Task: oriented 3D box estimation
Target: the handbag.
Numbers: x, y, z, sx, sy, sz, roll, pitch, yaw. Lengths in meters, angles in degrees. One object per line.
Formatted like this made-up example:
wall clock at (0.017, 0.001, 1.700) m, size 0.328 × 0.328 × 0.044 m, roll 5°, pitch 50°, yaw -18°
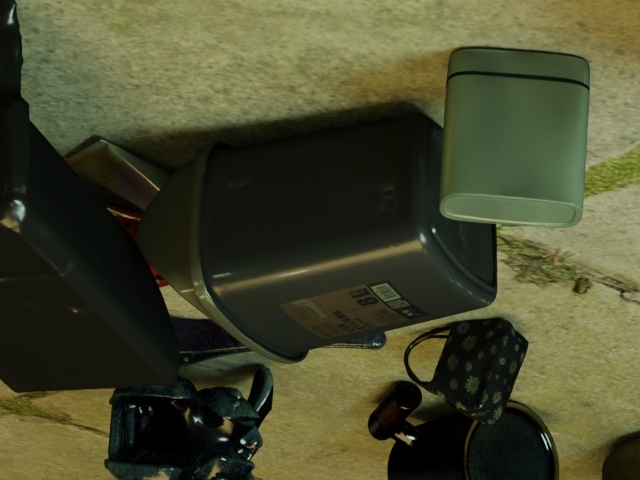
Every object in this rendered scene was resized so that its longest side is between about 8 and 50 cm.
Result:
handbag at (0.158, 0.141, 1.882) m, size 0.139 × 0.115 × 0.072 m, roll 12°, pitch 164°, yaw 35°

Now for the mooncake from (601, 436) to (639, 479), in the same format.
mooncake at (0.563, 0.409, 2.215) m, size 0.393 × 0.246 × 0.394 m, roll 11°, pitch 154°, yaw 4°

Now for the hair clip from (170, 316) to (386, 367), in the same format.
hair clip at (-0.060, 0.120, 1.942) m, size 0.275 × 0.048 × 0.083 m, roll -1°, pitch 152°, yaw 15°

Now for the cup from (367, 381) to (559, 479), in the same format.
cup at (0.181, 0.270, 2.159) m, size 0.166 × 0.239 × 0.177 m, roll -29°, pitch -173°, yaw -36°

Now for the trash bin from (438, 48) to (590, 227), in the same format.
trash bin at (0.155, -0.082, 1.308) m, size 0.116 × 0.130 × 0.059 m, roll 4°, pitch 158°, yaw 4°

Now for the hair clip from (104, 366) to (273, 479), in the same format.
hair clip at (-0.167, 0.253, 2.063) m, size 0.206 × 0.195 × 0.310 m, roll 3°, pitch 173°, yaw -7°

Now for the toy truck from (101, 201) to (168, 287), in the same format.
toy truck at (-0.253, 0.008, 1.644) m, size 0.252 × 0.114 × 0.107 m, roll 18°, pitch 153°, yaw -23°

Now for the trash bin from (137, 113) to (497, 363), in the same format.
trash bin at (0.000, 0.000, 1.489) m, size 0.290 × 0.182 × 0.209 m, roll -12°, pitch 150°, yaw 25°

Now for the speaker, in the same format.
speaker at (-0.260, -0.022, 1.435) m, size 0.180 × 0.184 × 0.388 m, roll -4°, pitch 149°, yaw 17°

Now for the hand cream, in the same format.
hand cream at (-0.159, -0.048, 1.591) m, size 0.174 × 0.047 × 0.076 m, roll 30°, pitch 150°, yaw -27°
